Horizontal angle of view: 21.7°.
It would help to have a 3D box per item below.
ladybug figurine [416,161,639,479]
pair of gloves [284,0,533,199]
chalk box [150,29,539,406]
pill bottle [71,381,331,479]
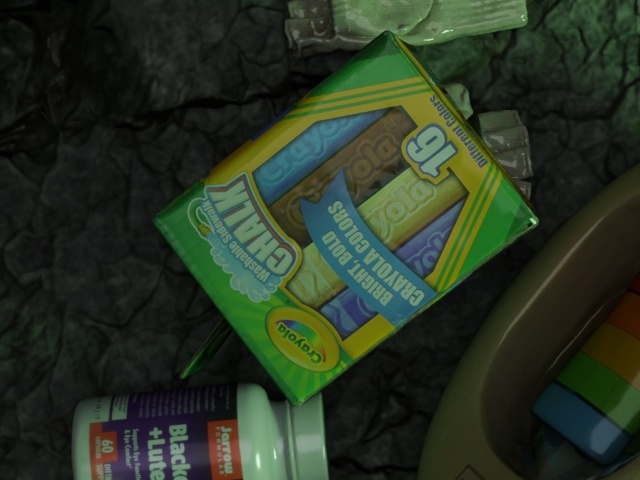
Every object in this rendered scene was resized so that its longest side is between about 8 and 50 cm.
[{"bbox_3d":[0.253,0.116,1.242,0.449,0.305,0.162,-49,126,1],"label":"ladybug figurine"},{"bbox_3d":[0.073,-0.133,1.379,0.204,0.042,0.240,-2,81,2],"label":"pair of gloves"},{"bbox_3d":[0.000,0.000,1.275,0.289,0.180,0.179,-37,88,7],"label":"chalk box"},{"bbox_3d":[-0.091,0.168,1.309,0.193,0.108,0.108,-6,82,1],"label":"pill bottle"}]
